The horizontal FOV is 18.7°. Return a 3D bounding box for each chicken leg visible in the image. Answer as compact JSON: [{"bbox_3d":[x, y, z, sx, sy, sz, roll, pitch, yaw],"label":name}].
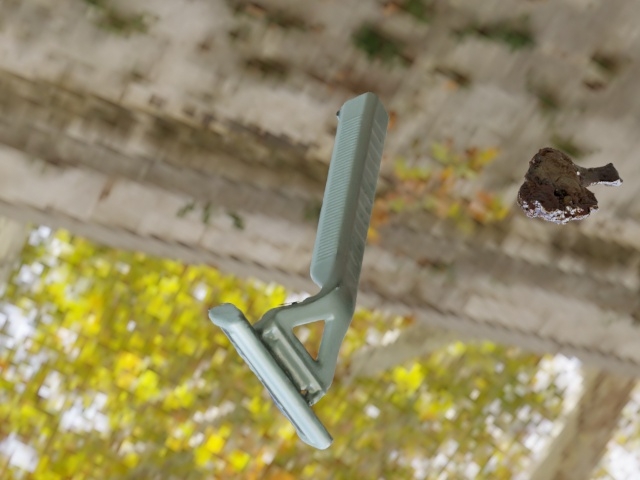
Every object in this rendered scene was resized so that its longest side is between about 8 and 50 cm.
[{"bbox_3d":[0.178,-0.040,1.404,0.062,0.037,0.145,22,-159,13],"label":"chicken leg"}]

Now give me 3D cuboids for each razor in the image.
[{"bbox_3d":[0.009,-0.004,1.250,0.111,0.056,0.278,55,-146,-29],"label":"razor"}]
